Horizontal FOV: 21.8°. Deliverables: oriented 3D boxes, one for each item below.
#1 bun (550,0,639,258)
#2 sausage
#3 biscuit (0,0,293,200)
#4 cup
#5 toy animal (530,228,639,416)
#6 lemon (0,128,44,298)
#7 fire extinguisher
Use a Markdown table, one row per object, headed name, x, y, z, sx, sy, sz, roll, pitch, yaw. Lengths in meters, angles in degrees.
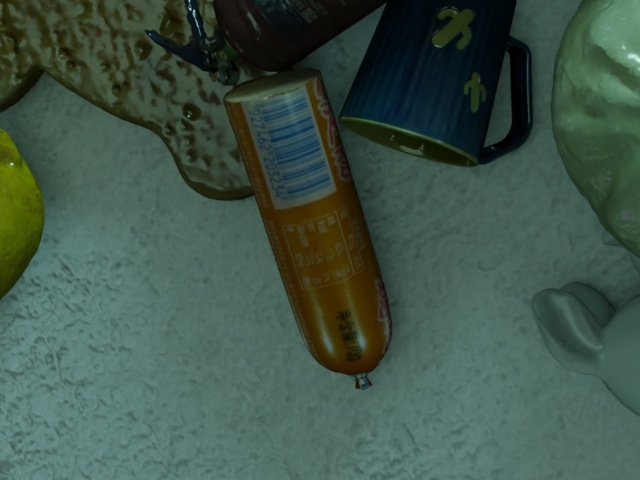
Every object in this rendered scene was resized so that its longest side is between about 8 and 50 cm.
| name | x | y | z | sx | sy | sz | roll | pitch | yaw |
| --- | --- | --- | --- | --- | --- | --- | --- | --- | --- |
| bun | 0.362 | -0.126 | 1.319 | 0.365 | 0.219 | 0.365 | -1 | 66 | 2 |
| sausage | 0.000 | 0.000 | 1.518 | 0.093 | 0.093 | 0.312 | -12 | 110 | 15 |
| biscuit | -0.172 | -0.258 | 1.571 | 0.394 | 0.076 | 0.368 | 19 | 100 | 8 |
| cup | 0.118 | -0.151 | 1.484 | 0.176 | 0.131 | 0.155 | 18 | 87 | -27 |
| toy animal | 0.299 | 0.051 | 1.457 | 0.178 | 0.127 | 0.193 | 36 | 104 | 10 |
| lemon | -0.357 | -0.013 | 1.593 | 0.170 | 0.170 | 0.207 | 45 | 103 | 5 |
| fire extinguisher | -0.014 | -0.239 | 1.445 | 0.344 | 0.102 | 0.138 | -30 | 75 | 26 |
